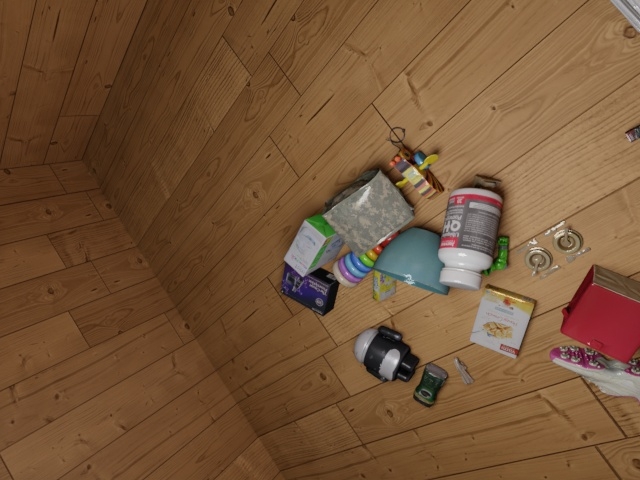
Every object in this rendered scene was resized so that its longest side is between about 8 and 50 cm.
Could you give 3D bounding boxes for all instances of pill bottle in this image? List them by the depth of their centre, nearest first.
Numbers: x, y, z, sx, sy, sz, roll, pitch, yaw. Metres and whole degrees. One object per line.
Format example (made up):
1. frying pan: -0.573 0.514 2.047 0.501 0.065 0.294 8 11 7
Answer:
1. pill bottle: 0.493 -0.001 1.377 0.177 0.176 0.317 7 77 33

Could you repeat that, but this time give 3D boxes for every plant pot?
1. plant pot: 0.363 0.064 1.541 0.291 0.290 0.195 18 84 30

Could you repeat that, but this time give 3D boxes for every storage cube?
1. storage cube: 0.881 0.217 1.259 0.215 0.184 0.192 28 119 25

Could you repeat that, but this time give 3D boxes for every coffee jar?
1. coffee jar: 0.465 0.621 1.756 0.096 0.079 0.184 27 118 22

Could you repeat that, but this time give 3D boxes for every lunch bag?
1. lunch bag: 0.187 -0.117 1.574 0.287 0.168 0.235 -33 110 23

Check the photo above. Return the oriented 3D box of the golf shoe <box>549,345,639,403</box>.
1. golf shoe: 0.924 0.445 1.357 0.307 0.115 0.140 10 115 33

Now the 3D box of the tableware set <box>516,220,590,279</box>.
1. tableware set: 0.768 0.038 1.368 0.128 0.039 0.194 52 127 9

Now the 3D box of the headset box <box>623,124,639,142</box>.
1. headset box: 0.893 -0.306 1.147 0.083 0.062 0.032 -31 86 39

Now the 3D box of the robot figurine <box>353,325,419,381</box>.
1. robot figurine: 0.281 0.496 1.788 0.279 0.173 0.209 24 75 26

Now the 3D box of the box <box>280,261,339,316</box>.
1. box: -0.051 0.215 1.966 0.262 0.103 0.184 25 121 26

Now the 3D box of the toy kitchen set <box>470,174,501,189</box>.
1. toy kitchen set: 0.571 -0.177 1.419 0.068 0.083 0.075 5 115 -10

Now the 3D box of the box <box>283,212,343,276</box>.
1. box: 0.000 0.000 1.753 0.127 0.262 0.231 41 124 17

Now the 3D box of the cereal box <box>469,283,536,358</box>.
1. cereal box: 0.669 0.299 1.522 0.173 0.047 0.239 19 116 29

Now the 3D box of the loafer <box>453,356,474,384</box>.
1. loafer: 0.581 0.525 1.670 0.039 0.045 0.125 -26 97 21

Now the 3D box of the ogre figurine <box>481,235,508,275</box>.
1. ogre figurine: 0.578 0.064 1.471 0.197 0.097 0.118 -19 91 10

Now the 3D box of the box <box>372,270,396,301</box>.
1. box: 0.267 0.155 1.708 0.043 0.105 0.179 26 124 45

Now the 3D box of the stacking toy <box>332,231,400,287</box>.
1. stacking toy: 0.202 0.057 1.725 0.330 0.141 0.141 -44 79 31

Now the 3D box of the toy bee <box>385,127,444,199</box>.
1. toy bee: 0.316 -0.263 1.506 0.298 0.162 0.195 37 125 19

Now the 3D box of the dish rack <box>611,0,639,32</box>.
1. dish rack: 0.861 -0.728 1.022 0.286 0.072 0.332 -42 79 38
